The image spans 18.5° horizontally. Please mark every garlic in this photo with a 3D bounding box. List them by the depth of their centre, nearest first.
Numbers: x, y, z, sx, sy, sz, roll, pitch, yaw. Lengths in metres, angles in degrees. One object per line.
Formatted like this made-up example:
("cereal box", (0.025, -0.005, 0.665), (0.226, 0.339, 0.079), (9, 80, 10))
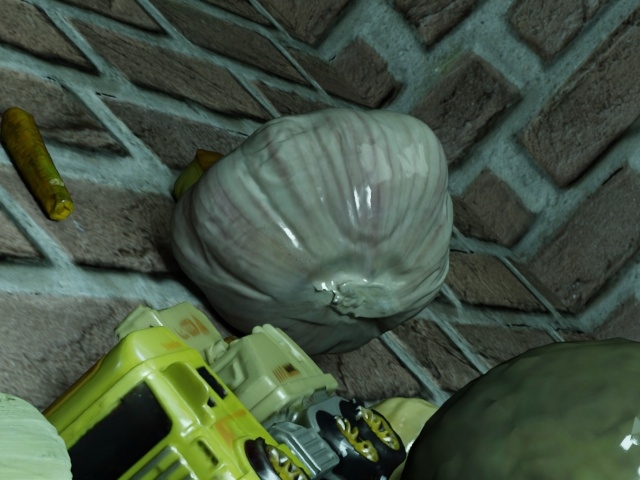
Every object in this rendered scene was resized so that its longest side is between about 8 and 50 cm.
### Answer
("garlic", (0.000, 0.000, 2.173), (0.317, 0.317, 0.259), (34, 12, -36))

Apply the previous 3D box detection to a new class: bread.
("bread", (-0.110, -0.044, 2.413), (0.156, 0.086, 0.125), (43, 14, 6))

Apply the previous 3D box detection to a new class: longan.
("longan", (0.259, 0.266, 1.741), (0.391, 0.391, 0.391), (41, 13, -11))

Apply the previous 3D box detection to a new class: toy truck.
("toy truck", (-0.092, 0.165, 1.563), (0.254, 0.180, 0.405), (47, 12, 9))

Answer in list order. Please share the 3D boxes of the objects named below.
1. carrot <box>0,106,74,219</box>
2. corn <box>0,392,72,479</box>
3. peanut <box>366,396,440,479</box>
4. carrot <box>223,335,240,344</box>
("carrot", (-0.298, -0.080, 2.066), (0.042, 0.042, 0.170), (30, 20, -47))
("corn", (-0.263, 0.148, 1.214), (0.122, 0.123, 0.305), (50, 15, 21))
("peanut", (0.107, 0.253, 1.993), (0.147, 0.147, 0.319), (50, 3, 29))
("carrot", (-0.052, 0.168, 1.971), (0.059, 0.059, 0.248), (31, 13, -43))
